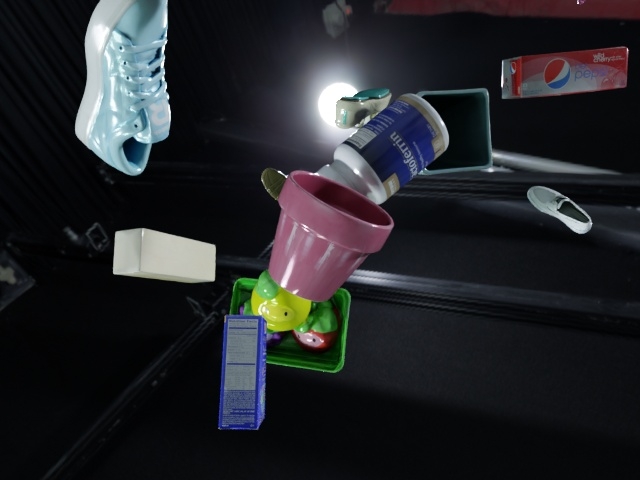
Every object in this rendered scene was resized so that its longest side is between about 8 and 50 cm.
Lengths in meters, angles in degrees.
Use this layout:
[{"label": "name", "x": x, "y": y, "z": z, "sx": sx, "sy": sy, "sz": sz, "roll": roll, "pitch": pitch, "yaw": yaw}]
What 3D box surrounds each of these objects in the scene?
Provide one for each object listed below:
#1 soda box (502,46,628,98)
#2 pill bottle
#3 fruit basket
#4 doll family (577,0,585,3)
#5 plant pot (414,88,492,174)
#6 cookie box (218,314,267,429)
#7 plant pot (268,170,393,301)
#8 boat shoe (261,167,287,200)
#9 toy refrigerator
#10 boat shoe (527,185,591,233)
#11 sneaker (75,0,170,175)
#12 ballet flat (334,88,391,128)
[{"label": "soda box", "x": 0.555, "y": -0.380, "z": 1.112, "sx": 0.263, "sy": 0.092, "sz": 0.083, "roll": -8, "pitch": -165, "yaw": -7}, {"label": "pill bottle", "x": 0.124, "y": -0.171, "z": 1.025, "sx": 0.265, "sy": 0.153, "sz": 0.153, "roll": -40, "pitch": -135, "yaw": -6}, {"label": "fruit basket", "x": -0.101, "y": 0.225, "z": 1.436, "sx": 0.392, "sy": 0.392, "sz": 0.283, "roll": 3, "pitch": -99, "yaw": 23}, {"label": "doll family", "x": 0.582, "y": -0.638, "z": 1.008, "sx": 0.263, "sy": 0.163, "sz": 0.118, "roll": -30, "pitch": -148, "yaw": 50}, {"label": "plant pot", "x": 0.376, "y": -0.344, "z": 1.603, "sx": 0.248, "sy": 0.247, "sz": 0.252, "roll": -8, "pitch": -172, "yaw": -16}, {"label": "cookie box", "x": -0.078, "y": 0.134, "z": 0.509, "sx": 0.040, "sy": 0.092, "sz": 0.107, "roll": 1, "pitch": -104, "yaw": -2}, {"label": "plant pot", "x": 0.000, "y": 0.000, "z": 0.868, "sx": 0.201, "sy": 0.201, "sz": 0.180, "roll": 47, "pitch": -63, "yaw": 45}, {"label": "boat shoe", "x": -0.113, "y": -0.169, "z": 1.651, "sx": 0.080, "sy": 0.223, "sz": 0.073, "roll": -44, "pitch": -152, "yaw": 14}, {"label": "toy refrigerator", "x": -0.386, "y": 0.045, "z": 1.231, "sx": 0.094, "sy": 0.269, "sz": 0.102, "roll": -6, "pitch": -101, "yaw": 24}, {"label": "boat shoe", "x": 0.776, "y": -0.116, "z": 1.574, "sx": 0.083, "sy": 0.076, "sz": 0.226, "roll": -47, "pitch": -118, "yaw": -6}, {"label": "sneaker", "x": -0.295, "y": -0.250, "z": 0.812, "sx": 0.150, "sy": 0.366, "sz": 0.135, "roll": 42, "pitch": -131, "yaw": -1}, {"label": "ballet flat", "x": 0.097, "y": -0.298, "z": 1.114, "sx": 0.086, "sy": 0.086, "sz": 0.248, "roll": 7, "pitch": -157, "yaw": 26}]
